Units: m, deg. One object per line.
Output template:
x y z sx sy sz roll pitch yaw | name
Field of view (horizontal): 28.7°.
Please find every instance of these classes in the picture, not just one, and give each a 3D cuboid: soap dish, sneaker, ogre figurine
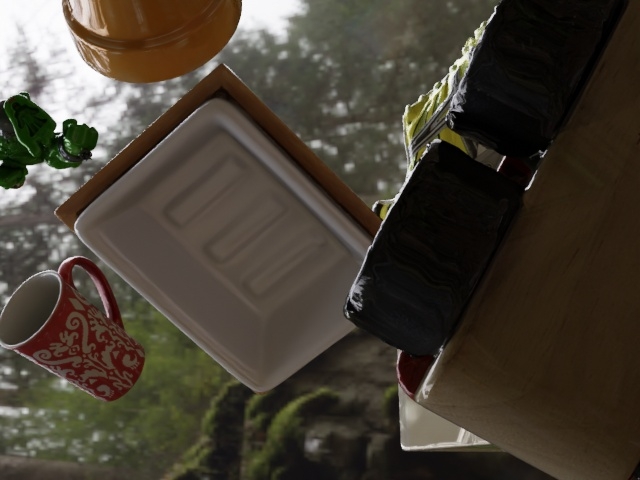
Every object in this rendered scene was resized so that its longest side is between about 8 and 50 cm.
-0.075 -0.011 1.234 0.291 0.229 0.118 44 -160 -20 | soap dish
0.170 -0.150 1.372 0.384 0.147 0.145 -69 -21 1 | sneaker
-0.309 -0.107 1.246 0.118 0.197 0.097 65 -163 -78 | ogre figurine

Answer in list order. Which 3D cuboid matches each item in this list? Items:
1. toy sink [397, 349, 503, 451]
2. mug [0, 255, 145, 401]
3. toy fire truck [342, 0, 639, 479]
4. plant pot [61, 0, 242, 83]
0.205 0.146 1.226 0.153 0.234 0.131 7 -105 -33 | toy sink
-0.304 0.116 1.614 0.150 0.113 0.169 -52 -53 -7 | mug
0.124 -0.017 0.434 0.217 0.158 0.246 -62 -5 -5 | toy fire truck
-0.205 -0.313 1.393 0.188 0.205 0.205 74 -147 -55 | plant pot
